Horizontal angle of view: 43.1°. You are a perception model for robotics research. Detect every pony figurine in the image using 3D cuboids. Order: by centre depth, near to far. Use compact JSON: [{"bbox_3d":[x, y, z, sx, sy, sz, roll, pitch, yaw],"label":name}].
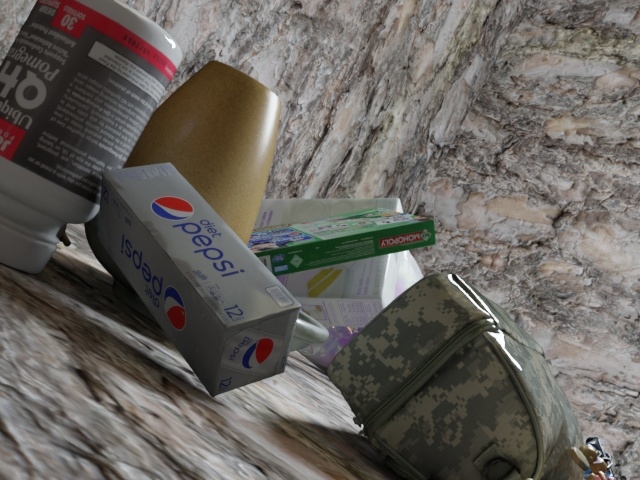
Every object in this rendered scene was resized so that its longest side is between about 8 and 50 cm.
[{"bbox_3d":[0.155,0.214,1.591,0.351,0.303,0.363,51,-7,-30],"label":"pony figurine"}]

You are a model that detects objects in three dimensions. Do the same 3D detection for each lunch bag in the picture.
[{"bbox_3d":[0.187,0.206,0.970,0.256,0.212,0.305,50,9,31],"label":"lunch bag"}]

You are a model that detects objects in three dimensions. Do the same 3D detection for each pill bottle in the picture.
[{"bbox_3d":[-0.310,-0.129,0.952,0.176,0.319,0.176,28,-3,2],"label":"pill bottle"}]

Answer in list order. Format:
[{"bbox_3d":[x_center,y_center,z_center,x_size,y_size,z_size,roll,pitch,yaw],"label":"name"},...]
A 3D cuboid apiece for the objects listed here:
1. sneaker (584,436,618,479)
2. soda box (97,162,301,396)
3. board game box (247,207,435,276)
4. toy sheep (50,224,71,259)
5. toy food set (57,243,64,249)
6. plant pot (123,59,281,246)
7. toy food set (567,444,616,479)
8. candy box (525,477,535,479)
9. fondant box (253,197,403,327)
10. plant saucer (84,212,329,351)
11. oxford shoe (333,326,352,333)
[{"bbox_3d":[0.486,0.429,1.424,0.330,0.147,0.130,29,-3,13],"label":"sneaker"},{"bbox_3d":[-0.142,0.031,0.878,0.091,0.098,0.286,-14,42,-36],"label":"soda box"},{"bbox_3d":[0.000,0.000,1.334,0.317,0.046,0.213,-10,10,-18],"label":"board game box"},{"bbox_3d":[-0.383,-0.024,1.094,0.091,0.091,0.132,27,-17,22],"label":"toy sheep"},{"bbox_3d":[-0.499,-0.051,1.327,0.192,0.039,0.132,26,-4,43],"label":"toy food set"},{"bbox_3d":[-0.167,-0.115,1.147,0.237,0.254,0.237,27,-3,2],"label":"plant pot"},{"bbox_3d":[0.319,0.268,0.926,0.078,0.019,0.122,61,15,23],"label":"toy food set"},{"bbox_3d":[0.316,0.335,0.827,0.183,0.088,0.316,26,-4,36],"label":"candy box"},{"bbox_3d":[-0.019,0.037,1.538,0.330,0.238,0.096,0,-39,17],"label":"fondant box"},{"bbox_3d":[-0.183,0.077,1.170,0.400,0.101,0.400,28,-3,1],"label":"plant saucer"},{"bbox_3d":[-0.061,0.179,1.946,0.130,0.123,0.348,24,-1,-36],"label":"oxford shoe"}]
